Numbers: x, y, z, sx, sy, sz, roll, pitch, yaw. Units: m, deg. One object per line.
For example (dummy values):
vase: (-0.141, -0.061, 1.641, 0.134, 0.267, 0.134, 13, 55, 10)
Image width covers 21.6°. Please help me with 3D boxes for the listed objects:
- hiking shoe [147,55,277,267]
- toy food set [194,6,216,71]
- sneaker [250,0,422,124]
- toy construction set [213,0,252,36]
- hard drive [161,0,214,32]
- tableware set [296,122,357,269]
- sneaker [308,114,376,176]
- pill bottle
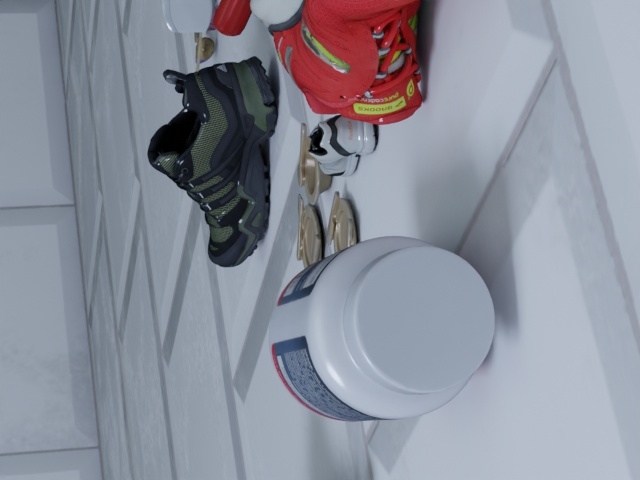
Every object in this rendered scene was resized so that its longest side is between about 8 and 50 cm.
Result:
hiking shoe: (-0.108, -0.072, 1.571, 0.086, 0.114, 0.226, -110, 21, -53)
toy food set: (-0.125, -0.238, 1.831, 0.122, 0.019, 0.078, -96, 11, -49)
sneaker: (0.036, -0.133, 1.045, 0.279, 0.107, 0.118, 171, 77, -80)
toy construction set: (-0.067, -0.335, 1.175, 0.309, 0.257, 0.237, 62, 143, 28)
hard drive: (-0.122, -0.329, 1.574, 0.353, 0.047, 0.233, -98, 7, -77)
tableware set: (0.000, 0.000, 1.334, 0.168, 0.020, 0.141, -108, 20, -50)
sneaker: (0.009, -0.072, 1.231, 0.109, 0.044, 0.040, 130, 134, -74)
pill bottle: (0.037, 0.054, 0.994, 0.180, 0.108, 0.108, 155, 112, -76)
